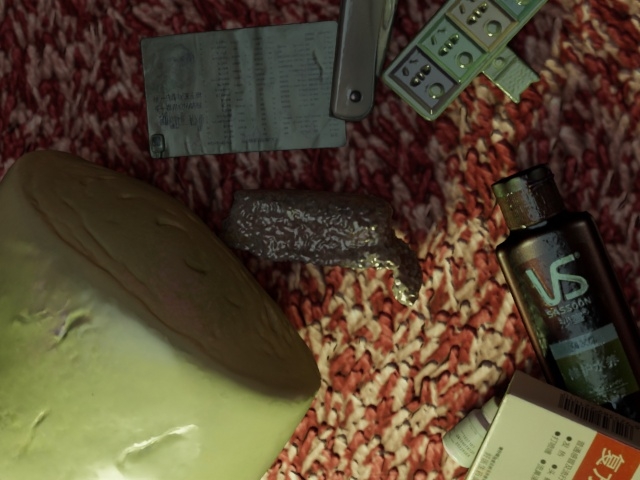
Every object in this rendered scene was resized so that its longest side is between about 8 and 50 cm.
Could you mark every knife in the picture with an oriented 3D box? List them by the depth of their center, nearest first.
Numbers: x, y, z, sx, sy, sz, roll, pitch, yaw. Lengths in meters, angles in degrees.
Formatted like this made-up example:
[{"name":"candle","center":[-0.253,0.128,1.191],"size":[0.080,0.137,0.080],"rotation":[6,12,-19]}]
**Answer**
[{"name":"knife","center":[0.057,-0.276,1.278],"size":[0.073,0.040,0.265],"rotation":[9,100,0]}]

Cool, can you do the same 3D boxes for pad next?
[{"name":"pad","center":[-0.101,-0.190,1.343],"size":[0.265,0.009,0.159],"rotation":[-3,97,12]}]

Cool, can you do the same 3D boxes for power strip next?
[{"name":"power strip","center":[0.194,-0.227,1.253],"size":[0.145,0.061,0.215],"rotation":[43,105,-4]}]

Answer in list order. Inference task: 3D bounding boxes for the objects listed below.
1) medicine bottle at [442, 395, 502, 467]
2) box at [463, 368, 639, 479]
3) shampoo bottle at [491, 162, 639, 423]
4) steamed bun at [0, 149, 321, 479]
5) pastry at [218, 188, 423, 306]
[{"name":"medicine bottle","center":[0.199,0.238,1.317],"size":[0.089,0.052,0.052],"rotation":[-44,88,15]},{"name":"box","center":[0.265,0.346,1.270],"size":[0.214,0.069,0.353],"rotation":[23,120,8]},{"name":"shampoo bottle","center":[0.297,0.069,1.255],"size":[0.129,0.084,0.323],"rotation":[-21,93,13]},{"name":"steamed bun","center":[-0.253,0.142,1.250],"size":[0.456,0.290,0.371],"rotation":[37,116,7]},{"name":"pastry","center":[0.006,-0.012,1.297],"size":[0.265,0.103,0.112],"rotation":[16,108,7]}]
